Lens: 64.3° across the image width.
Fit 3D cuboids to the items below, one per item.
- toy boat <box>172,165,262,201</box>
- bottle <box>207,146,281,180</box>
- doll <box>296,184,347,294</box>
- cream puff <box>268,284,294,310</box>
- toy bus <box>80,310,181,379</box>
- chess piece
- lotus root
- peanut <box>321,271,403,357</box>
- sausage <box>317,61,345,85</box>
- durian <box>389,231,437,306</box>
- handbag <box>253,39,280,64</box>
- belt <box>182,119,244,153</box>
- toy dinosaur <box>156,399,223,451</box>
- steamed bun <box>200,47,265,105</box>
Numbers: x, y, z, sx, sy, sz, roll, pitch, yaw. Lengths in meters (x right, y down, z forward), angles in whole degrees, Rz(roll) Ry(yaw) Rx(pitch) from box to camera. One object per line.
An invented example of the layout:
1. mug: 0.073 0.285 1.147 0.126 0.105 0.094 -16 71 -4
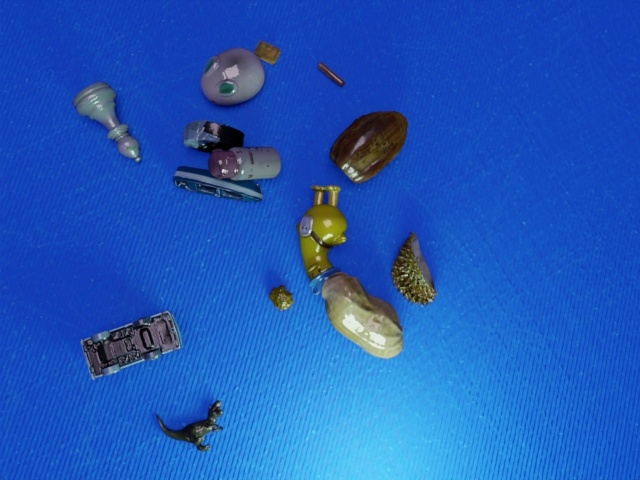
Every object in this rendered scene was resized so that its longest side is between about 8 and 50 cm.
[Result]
1. toy boat: -0.336 -0.185 1.696 0.300 0.096 0.061 12 72 -6
2. bottle: -0.250 -0.249 1.647 0.234 0.110 0.109 -9 82 -39
3. doll: 0.000 0.000 1.683 0.200 0.145 0.362 6 91 36
4. cream puff: -0.130 0.189 1.673 0.083 0.058 0.083 -6 84 -3
5. toy bus: -0.566 0.314 1.571 0.272 0.165 0.132 -19 85 -7
6. chess piece: -0.684 -0.378 1.693 0.139 0.139 0.271 -36 98 -8
7. lotus root: 0.165 -0.328 1.718 0.291 0.193 0.193 -42 87 -6
8. peanut: 0.130 0.246 1.610 0.340 0.174 0.158 34 46 -13
9. sausage: 0.039 -0.590 1.810 0.116 0.026 0.026 40 81 1
10. durian: 0.318 0.097 1.700 0.139 0.144 0.252 -20 78 -28
11. handbag: -0.189 -0.668 1.803 0.083 0.027 0.061 27 82 1
12. belt: -0.354 -0.336 1.682 0.199 0.151 0.078 7 83 -10
13. toy dinosaur: -0.400 0.575 1.624 0.187 0.087 0.179 -37 49 -23
14. steamed bun: -0.300 -0.560 1.729 0.228 0.131 0.177 -31 86 -9
